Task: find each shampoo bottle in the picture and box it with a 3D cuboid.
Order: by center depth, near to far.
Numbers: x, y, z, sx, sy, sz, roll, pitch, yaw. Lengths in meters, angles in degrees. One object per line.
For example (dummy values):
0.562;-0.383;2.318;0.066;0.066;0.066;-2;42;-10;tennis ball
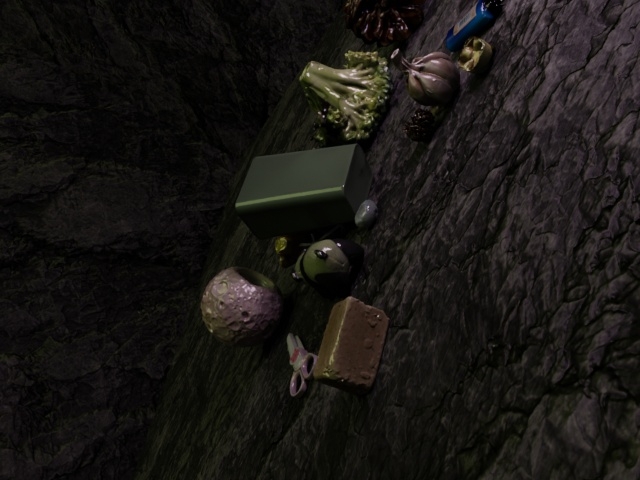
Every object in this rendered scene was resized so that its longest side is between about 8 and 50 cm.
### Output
0.387;-0.552;1.619;0.183;0.050;0.087;-36;29;58;shampoo bottle

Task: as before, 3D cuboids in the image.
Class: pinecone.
0.247;-0.284;1.600;0.083;0.077;0.077;-53;19;12;pinecone
0.218;-0.775;2.128;0.298;0.242;0.296;-50;30;33;pinecone

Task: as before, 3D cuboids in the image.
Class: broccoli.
0.064;-0.445;2.016;0.348;0.280;0.294;-49;21;40;broccoli

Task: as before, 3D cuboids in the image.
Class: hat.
0.362;-0.421;1.490;0.077;0.059;0.076;-63;32;20;hat

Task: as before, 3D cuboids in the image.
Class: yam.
-0.001;-0.032;1.983;0.253;0.061;0.061;-68;17;-10;yam

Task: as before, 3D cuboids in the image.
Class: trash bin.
-0.039;-0.142;1.852;0.343;0.158;0.223;-6;49;27;trash bin

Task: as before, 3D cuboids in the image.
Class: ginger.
-0.082;-0.027;2.020;0.102;0.157;0.216;17;114;49;ginger

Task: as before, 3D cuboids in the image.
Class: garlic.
0.255;-0.409;1.579;0.127;0.194;0.131;-18;41;54;garlic

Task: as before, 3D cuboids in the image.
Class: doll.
0.013;0.064;1.681;0.144;0.135;0.234;-66;13;-15;doll

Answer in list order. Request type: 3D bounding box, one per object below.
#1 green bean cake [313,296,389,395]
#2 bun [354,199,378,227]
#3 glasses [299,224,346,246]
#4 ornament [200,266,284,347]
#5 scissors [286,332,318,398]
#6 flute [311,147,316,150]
0.065;0.217;1.331;0.085;0.109;0.179;-32;35;58;green bean cake
0.122;-0.068;1.696;0.083;0.045;0.083;-55;16;23;bun
0.000;0.000;1.862;0.103;0.063;0.140;-37;-4;-44;glasses
-0.245;0.211;2.003;0.225;0.259;0.259;-65;16;11;ornament
-0.055;0.306;1.688;0.118;0.030;0.242;-58;20;13;scissors
-0.036;-0.288;2.520;0.027;0.027;0.233;-49;22;39;flute
